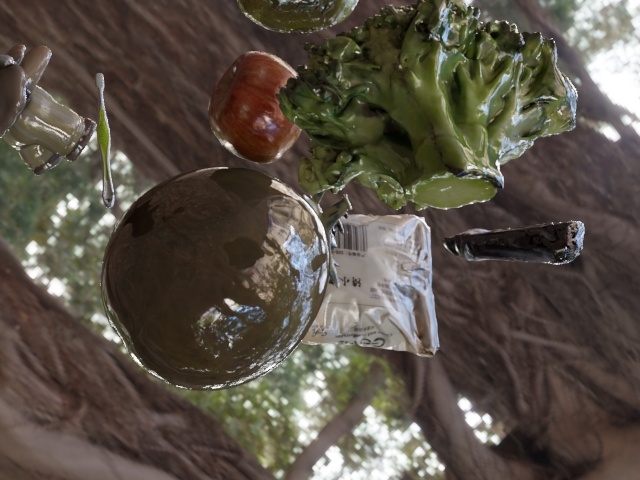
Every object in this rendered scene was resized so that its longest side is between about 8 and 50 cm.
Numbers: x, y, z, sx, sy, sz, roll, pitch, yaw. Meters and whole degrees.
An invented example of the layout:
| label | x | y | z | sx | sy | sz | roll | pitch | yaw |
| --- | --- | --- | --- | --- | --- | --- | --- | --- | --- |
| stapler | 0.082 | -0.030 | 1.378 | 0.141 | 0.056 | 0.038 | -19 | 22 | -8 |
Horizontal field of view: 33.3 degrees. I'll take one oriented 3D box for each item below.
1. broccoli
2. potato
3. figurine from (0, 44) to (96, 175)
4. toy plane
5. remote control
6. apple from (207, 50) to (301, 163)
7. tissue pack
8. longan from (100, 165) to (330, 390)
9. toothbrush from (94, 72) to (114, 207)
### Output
| label | x | y | z | sx | sy | sz | roll | pitch | yaw |
| --- | --- | --- | --- | --- | --- | --- | --- | --- | --- |
| broccoli | 0.114 | -0.108 | 1.077 | 0.288 | 0.248 | 0.245 | -17 | -133 | 15 |
| potato | -0.041 | -0.484 | 2.078 | 0.248 | 0.169 | 0.143 | -5 | -160 | -11 |
| figurine | -0.491 | -0.211 | 1.419 | 0.248 | 0.380 | 0.203 | 9 | -107 | 56 |
| toy plane | 0.006 | 0.003 | 2.385 | 0.192 | 0.088 | 0.262 | -33 | -118 | 19 |
| remote control | 0.303 | 0.010 | 1.706 | 0.266 | 0.090 | 0.066 | -6 | -100 | 50 |
| apple | -0.081 | -0.180 | 1.472 | 0.146 | 0.131 | 0.146 | -46 | -157 | 27 |
| tissue pack | 0.112 | 0.095 | 2.641 | 0.195 | 0.376 | 0.390 | 115 | -22 | -60 |
| longan | -0.141 | 0.047 | 1.460 | 0.319 | 0.319 | 0.319 | -33 | -152 | 20 |
| toothbrush | -0.367 | -0.173 | 1.809 | 0.026 | 0.022 | 0.263 | 110 | -27 | -60 |
